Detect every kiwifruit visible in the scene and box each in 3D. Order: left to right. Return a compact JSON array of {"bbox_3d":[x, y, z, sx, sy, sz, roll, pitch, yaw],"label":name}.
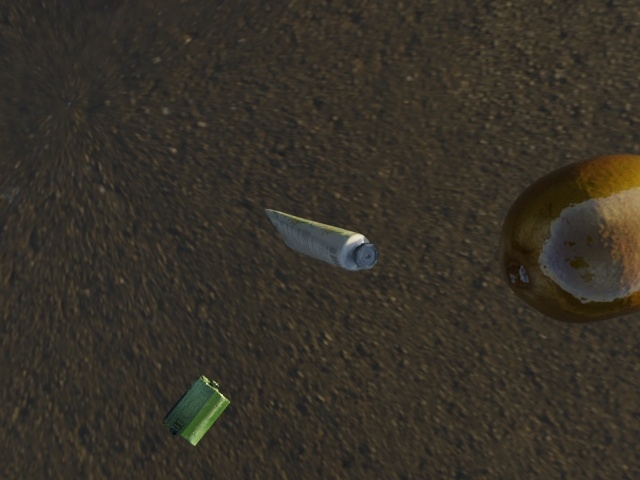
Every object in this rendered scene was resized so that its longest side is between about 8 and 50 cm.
[{"bbox_3d":[0.315,0.000,1.307,0.234,0.196,0.196,-19,100,-16],"label":"kiwifruit"}]

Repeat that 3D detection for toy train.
[{"bbox_3d":[-0.168,0.231,1.547,0.093,0.056,0.038,-50,128,-11],"label":"toy train"}]

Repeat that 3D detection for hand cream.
[{"bbox_3d":[0.000,0.000,1.338,0.042,0.194,0.067,-47,122,-16],"label":"hand cream"}]
